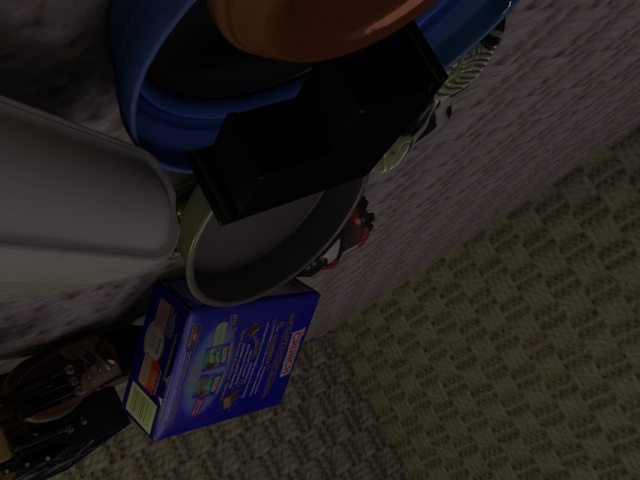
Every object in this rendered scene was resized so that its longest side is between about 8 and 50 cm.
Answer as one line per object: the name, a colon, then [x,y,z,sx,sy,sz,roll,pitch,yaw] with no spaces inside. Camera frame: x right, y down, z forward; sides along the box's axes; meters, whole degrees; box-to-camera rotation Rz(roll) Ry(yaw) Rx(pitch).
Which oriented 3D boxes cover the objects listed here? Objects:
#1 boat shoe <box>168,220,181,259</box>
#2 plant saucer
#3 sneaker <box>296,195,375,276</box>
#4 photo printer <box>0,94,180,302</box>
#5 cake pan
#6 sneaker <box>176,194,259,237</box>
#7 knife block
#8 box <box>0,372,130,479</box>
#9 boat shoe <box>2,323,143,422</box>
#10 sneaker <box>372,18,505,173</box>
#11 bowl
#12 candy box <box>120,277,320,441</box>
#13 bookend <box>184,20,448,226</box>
boat shoe: [-0.202,0.005,1.003,0.045,0.050,0.135,-24,174,-13]
plant saucer: [0.028,-0.170,0.442,0.200,0.037,0.200,-28,169,-6]
sneaker: [0.000,0.000,1.356,0.135,0.097,0.276,-24,170,-30]
photo printer: [-0.259,-0.014,0.500,0.256,0.107,0.307,-10,173,16]
cake pan: [-0.060,-0.040,0.931,0.293,0.054,0.293,-35,153,-21]
sneaker: [-0.112,-0.035,0.996,0.066,0.071,0.188,-36,167,36]
knife block: [-0.498,0.266,1.076,0.088,0.276,0.242,97,15,-85]
box: [-0.603,0.382,1.398,0.343,0.179,0.312,-16,162,-48]
boat shoe: [-0.415,0.215,1.298,0.116,0.123,0.324,-39,175,24]
sneaker: [0.130,-0.192,0.873,0.235,0.094,0.153,-59,178,24]
bowl: [0.011,-0.190,0.600,0.391,0.077,0.391,-27,168,-6]
candy box: [-0.179,0.201,1.364,0.317,0.122,0.268,-2,118,-47]
bookend: [-0.009,-0.096,0.584,0.157,0.072,0.156,-22,166,-28]
